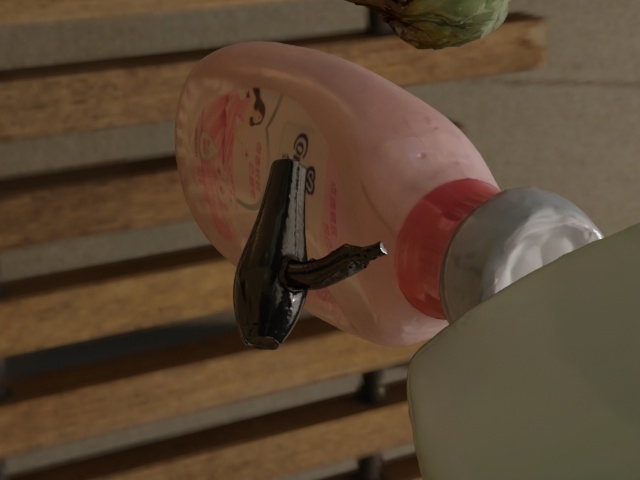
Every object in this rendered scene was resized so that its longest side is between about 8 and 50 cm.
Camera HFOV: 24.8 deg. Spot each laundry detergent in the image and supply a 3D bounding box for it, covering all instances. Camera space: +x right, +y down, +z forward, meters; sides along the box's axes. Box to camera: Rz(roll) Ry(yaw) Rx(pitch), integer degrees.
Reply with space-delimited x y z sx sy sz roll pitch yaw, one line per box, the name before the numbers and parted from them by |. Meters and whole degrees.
laundry detergent | 0.023 -0.016 0.775 0.335 0.087 0.159 28 -47 58

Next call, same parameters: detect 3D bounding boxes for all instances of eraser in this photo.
eraser | 0.164 0.105 0.538 0.290 0.189 0.104 56 16 -50

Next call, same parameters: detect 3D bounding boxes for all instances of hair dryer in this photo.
hair dryer | 0.000 0.000 0.563 0.083 0.031 0.079 -15 -122 47

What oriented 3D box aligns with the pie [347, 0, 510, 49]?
pie | 0.038 -0.185 0.374 0.274 0.105 0.257 89 1 -46
